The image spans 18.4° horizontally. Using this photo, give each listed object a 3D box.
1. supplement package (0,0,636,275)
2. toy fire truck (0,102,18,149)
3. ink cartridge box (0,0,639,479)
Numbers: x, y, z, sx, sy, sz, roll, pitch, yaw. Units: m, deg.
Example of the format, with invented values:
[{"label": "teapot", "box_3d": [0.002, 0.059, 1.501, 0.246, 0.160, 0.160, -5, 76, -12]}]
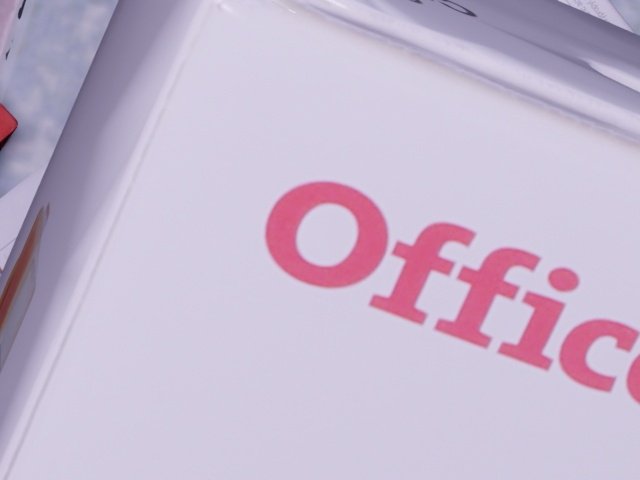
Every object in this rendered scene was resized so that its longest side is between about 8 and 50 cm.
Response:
[{"label": "supplement package", "box_3d": [0.000, 0.000, 0.680, 0.244, 0.134, 0.139, -37, 81, 4]}, {"label": "toy fire truck", "box_3d": [-0.190, -0.055, 0.733, 0.135, 0.047, 0.192, 46, 66, -3]}, {"label": "ink cartridge box", "box_3d": [0.020, 0.127, 0.542, 0.279, 0.160, 0.385, 21, 108, -15]}]
